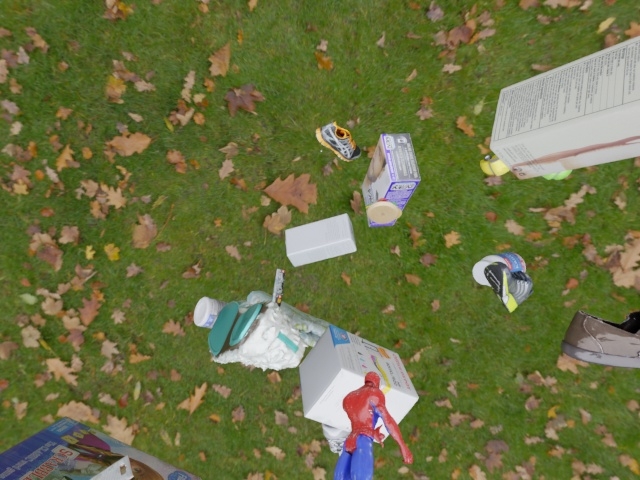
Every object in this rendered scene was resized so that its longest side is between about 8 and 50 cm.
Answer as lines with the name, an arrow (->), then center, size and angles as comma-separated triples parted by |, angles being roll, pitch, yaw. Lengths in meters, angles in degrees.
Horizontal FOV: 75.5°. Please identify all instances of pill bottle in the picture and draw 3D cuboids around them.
pill bottle -> 0.699, 0.115, 1.625 | 0.221, 0.124, 0.125 | -6, 106, -40
pill bottle -> -0.263, 0.204, 1.117 | 0.137, 0.078, 0.078 | 23, 103, -37

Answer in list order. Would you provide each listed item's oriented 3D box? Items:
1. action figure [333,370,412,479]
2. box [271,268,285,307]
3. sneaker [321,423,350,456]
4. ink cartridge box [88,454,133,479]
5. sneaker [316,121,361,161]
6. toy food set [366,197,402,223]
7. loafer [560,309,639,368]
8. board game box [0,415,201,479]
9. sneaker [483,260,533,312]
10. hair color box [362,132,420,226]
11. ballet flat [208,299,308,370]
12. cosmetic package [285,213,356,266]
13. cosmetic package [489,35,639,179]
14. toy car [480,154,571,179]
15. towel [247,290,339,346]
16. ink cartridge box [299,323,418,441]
action figure -> 0.075, 0.331, 0.605 | 0.091, 0.281, 0.139 | -31, 114, 36
box -> -0.121, 0.160, 1.140 | 0.027, 0.094, 0.137 | 9, 129, -7
sneaker -> 0.072, 0.612, 1.284 | 0.105, 0.281, 0.116 | -4, 65, 14
ink cartridge box -> -0.262, 0.299, 0.461 | 0.115, 0.062, 0.029 | -28, 101, -28
sneaker -> 0.082, -0.355, 1.489 | 0.083, 0.214, 0.084 | -28, 59, 36
toy food set -> 0.158, -0.073, 1.041 | 0.083, 0.020, 0.082 | -18, 136, 28
loafer -> 0.762, 0.230, 0.946 | 0.365, 0.134, 0.130 | 4, 93, 13
board game box -> -0.374, 0.434, 0.713 | 0.317, 0.318, 0.066 | 28, 76, -6
sneaker -> 0.645, 0.138, 1.403 | 0.121, 0.111, 0.300 | -36, 141, 10
hair color box -> 0.238, -0.202, 1.468 | 0.109, 0.339, 0.186 | -3, 67, -9
ballet flat -> -0.137, 0.205, 0.844 | 0.146, 0.409, 0.147 | 3, 81, -21
cosmetic package -> 0.000, 0.000, 1.436 | 0.230, 0.118, 0.086 | -15, 142, 11
cosmetic package -> 0.473, -0.225, 0.723 | 0.129, 0.296, 0.153 | 30, 70, -31
toy car -> 0.595, -0.229, 1.156 | 0.224, 0.053, 0.239 | 28, 142, 3
towel -> -0.056, 0.312, 1.523 | 0.374, 0.320, 0.090 | 32, 80, -40
ink cartridge box -> 0.090, 0.363, 1.053 | 0.232, 0.171, 0.168 | 27, 108, -20
